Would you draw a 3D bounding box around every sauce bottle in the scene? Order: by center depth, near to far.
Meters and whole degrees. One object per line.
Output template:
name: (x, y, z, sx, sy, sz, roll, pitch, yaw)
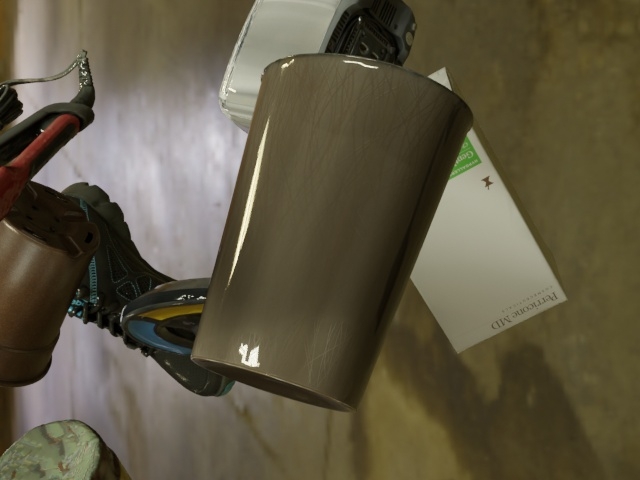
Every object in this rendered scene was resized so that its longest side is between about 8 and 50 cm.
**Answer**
sauce bottle: (-0.175, 0.304, 1.163, 0.111, 0.111, 0.344, -117, 5, -51)

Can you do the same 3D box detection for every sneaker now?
sneaker: (-0.248, 0.081, 1.622, 0.341, 0.139, 0.125, 43, 129, 13)

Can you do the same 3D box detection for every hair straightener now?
hair straightener: (-0.218, -0.061, 0.823, 0.047, 0.089, 0.230, 104, -167, -46)

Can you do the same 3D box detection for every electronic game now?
electronic game: (-0.083, 0.085, 1.295, 0.229, 0.229, 0.048, 133, 141, -65)

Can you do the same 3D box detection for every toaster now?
toaster: (-0.008, -0.177, 1.378, 0.146, 0.129, 0.227, 13, 78, 40)

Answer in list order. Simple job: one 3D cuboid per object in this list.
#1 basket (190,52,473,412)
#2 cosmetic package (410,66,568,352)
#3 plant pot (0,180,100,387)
basket: (0.000, 0.000, 0.960, 0.204, 0.154, 0.227, -9, 61, 64)
cosmetic package: (0.193, -0.042, 1.921, 0.366, 0.197, 0.155, 56, -167, -23)
plant pot: (-0.318, 0.036, 1.350, 0.165, 0.167, 0.167, -55, 34, 21)
